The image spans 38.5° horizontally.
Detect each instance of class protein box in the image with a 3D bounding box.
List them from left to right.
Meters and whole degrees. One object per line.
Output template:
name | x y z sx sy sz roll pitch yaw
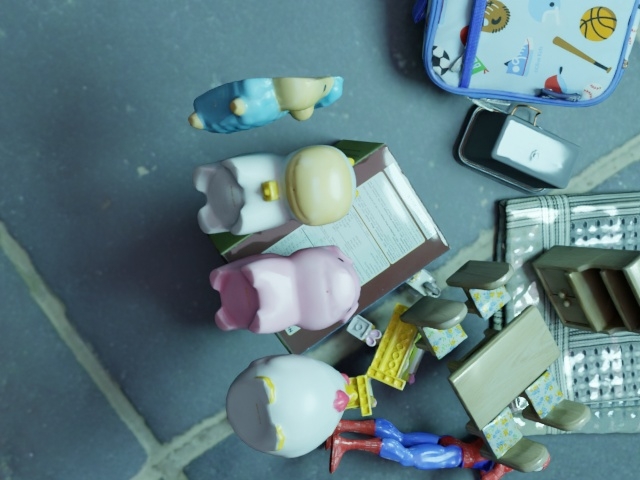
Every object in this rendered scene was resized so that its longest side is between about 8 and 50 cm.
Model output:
protein box | 0.000 0.000 1.015 0.201 0.200 0.136 -34 102 -5

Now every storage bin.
storage bin | 0.247 -0.114 1.110 0.135 0.091 0.098 22 93 -15

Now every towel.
towel | 0.375 0.099 1.188 0.312 0.056 0.324 -2 99 -12

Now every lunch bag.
lunch bag | 0.230 -0.291 1.009 0.243 0.115 0.303 9 120 3

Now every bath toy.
bath toy | -0.023 0.026 0.852 0.129 0.151 0.348 -11 100 -44

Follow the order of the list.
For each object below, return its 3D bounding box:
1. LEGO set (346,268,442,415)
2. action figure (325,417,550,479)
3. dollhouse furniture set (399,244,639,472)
LEGO set | 0.047 0.155 1.121 0.287 0.107 0.132 -45 70 2
action figure | 0.145 0.295 1.144 0.281 0.091 0.139 3 107 -6
dollhouse furniture set | 0.258 0.115 1.033 0.242 0.161 0.212 -37 108 -21
